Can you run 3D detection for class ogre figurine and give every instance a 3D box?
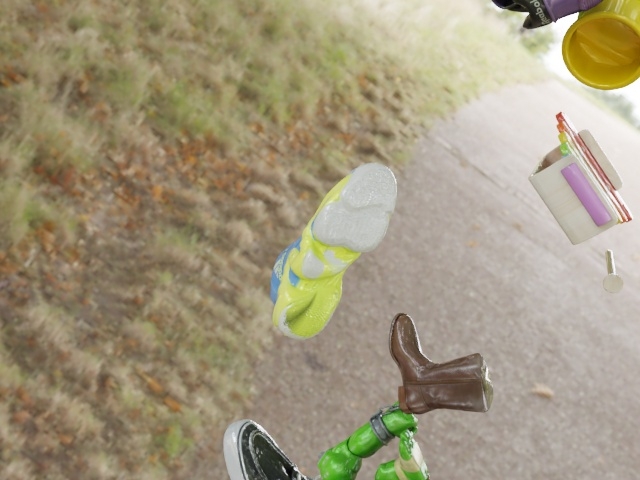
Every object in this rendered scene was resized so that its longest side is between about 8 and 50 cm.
[{"bbox_3d":[0.058,0.275,1.010,0.097,0.118,0.197,12,59,-67],"label":"ogre figurine"}]

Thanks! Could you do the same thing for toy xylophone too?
[{"bbox_3d":[0.404,-0.061,1.470,0.236,0.081,0.322,53,23,-8],"label":"toy xylophone"}]

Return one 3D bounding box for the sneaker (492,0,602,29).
[{"bbox_3d":[0.230,-0.319,1.075,0.107,0.124,0.283,55,14,-27],"label":"sneaker"}]

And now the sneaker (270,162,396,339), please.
[{"bbox_3d":[0.000,0.000,1.221,0.091,0.240,0.126,30,5,-27],"label":"sneaker"}]

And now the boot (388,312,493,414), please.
[{"bbox_3d":[0.118,0.115,0.945,0.037,0.106,0.114,-2,-10,-37],"label":"boot"}]

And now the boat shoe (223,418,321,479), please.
[{"bbox_3d":[-0.043,0.414,1.556,0.113,0.105,0.306,-31,96,-55],"label":"boat shoe"}]

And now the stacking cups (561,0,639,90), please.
[{"bbox_3d":[0.363,-0.294,1.153,0.096,0.096,0.316,38,45,-5],"label":"stacking cups"}]
